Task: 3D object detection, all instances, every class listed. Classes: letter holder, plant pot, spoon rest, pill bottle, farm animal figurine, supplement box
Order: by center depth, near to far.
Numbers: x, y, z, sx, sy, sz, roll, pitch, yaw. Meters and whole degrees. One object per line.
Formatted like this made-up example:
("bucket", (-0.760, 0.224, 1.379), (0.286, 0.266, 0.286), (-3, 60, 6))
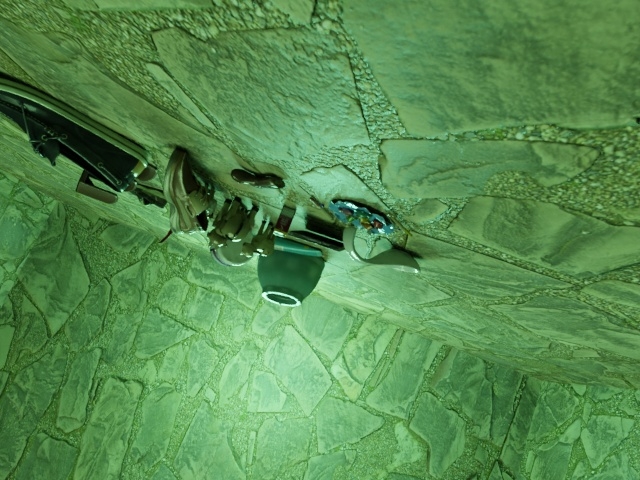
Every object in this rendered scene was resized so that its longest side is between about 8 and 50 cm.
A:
("spoon rest", (0.178, 0.050, 1.463), (0.277, 0.084, 0.137), (26, 168, -27))
("supplement box", (-0.110, -0.056, 1.500), (0.043, 0.083, 0.055), (22, 168, -3))
("letter holder", (-0.704, -0.207, 1.706), (0.215, 0.151, 0.302), (25, 168, -26))
("farm animal figurine", (-0.302, -0.035, 1.709), (0.331, 0.172, 0.327), (23, 168, -10))
("plant pot", (-0.144, 0.162, 2.103), (0.293, 0.196, 0.293), (11, 155, 5))
("pill bottle", (-0.398, 0.032, 2.186), (0.169, 0.169, 0.301), (25, 168, -18))

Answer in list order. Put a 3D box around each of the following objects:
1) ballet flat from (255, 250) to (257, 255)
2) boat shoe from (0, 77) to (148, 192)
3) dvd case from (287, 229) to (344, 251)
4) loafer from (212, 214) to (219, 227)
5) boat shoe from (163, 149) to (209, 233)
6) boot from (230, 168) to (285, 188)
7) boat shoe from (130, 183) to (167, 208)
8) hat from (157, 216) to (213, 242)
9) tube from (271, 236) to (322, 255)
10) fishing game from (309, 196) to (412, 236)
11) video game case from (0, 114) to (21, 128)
("ballet flat", (-0.305, 0.030, 2.281), (0.072, 0.068, 0.213), (61, 158, -9))
("boat shoe", (-0.743, -0.294, 1.382), (0.500, 0.155, 0.187), (29, 168, -27))
("dvd case", (0.000, 0.000, 1.565), (0.165, 0.018, 0.221), (18, -175, 10))
("loafer", (-0.412, -0.075, 2.033), (0.056, 0.050, 0.148), (28, -177, -12))
("boat shoe", (-0.378, -0.134, 1.433), (0.117, 0.123, 0.324), (8, 146, -3))
("boot", (-0.158, -0.156, 1.256), (0.107, 0.037, 0.114), (14, 179, -42))
("boat shoe", (-0.715, -0.179, 2.026), (0.224, 0.073, 0.080), (14, 166, 29))
("hat", (-0.567, -0.052, 2.065), (0.173, 0.183, 0.208), (24, 168, -12))
("tube", (-0.095, 0.030, 1.958), (0.207, 0.052, 0.080), (14, 172, 9))
("fishing game", (0.101, -0.049, 1.279), (0.264, 0.041, 0.189), (15, 166, 34))
("video game case", (-0.931, -0.380, 1.606), (0.249, 0.035, 0.275), (20, 169, 7))
